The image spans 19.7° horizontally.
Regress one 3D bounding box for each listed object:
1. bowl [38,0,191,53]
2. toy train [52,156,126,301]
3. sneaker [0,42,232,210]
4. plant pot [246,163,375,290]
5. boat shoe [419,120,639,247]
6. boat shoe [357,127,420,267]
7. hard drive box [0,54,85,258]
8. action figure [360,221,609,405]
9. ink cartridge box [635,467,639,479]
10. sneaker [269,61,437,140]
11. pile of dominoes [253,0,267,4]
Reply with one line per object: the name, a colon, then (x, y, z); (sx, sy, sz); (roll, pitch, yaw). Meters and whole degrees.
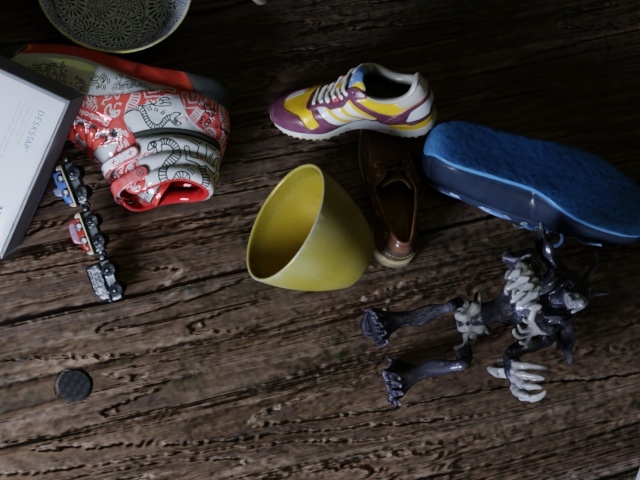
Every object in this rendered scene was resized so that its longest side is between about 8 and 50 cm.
bowl: (-0.225, -0.264, 2.000); (0.170, 0.080, 0.170); (3, 69, -9)
toy train: (-0.243, -0.010, 1.916); (0.036, 0.027, 0.158); (-19, 92, 13)
sneaker: (-0.230, -0.116, 1.941); (0.270, 0.090, 0.145); (9, 67, -9)
plant pot: (0.000, 0.000, 1.931); (0.095, 0.134, 0.134); (27, 66, -26)
boat shoe: (0.234, -0.060, 2.009); (0.258, 0.089, 0.109); (25, 58, 1)
boat shoe: (0.080, -0.062, 1.993); (0.064, 0.060, 0.178); (-3, 71, -11)
hard drive box: (-0.385, -0.113, 1.874); (0.232, 0.089, 0.181); (26, 99, 0)
action figure: (0.191, 0.087, 1.910); (0.276, 0.141, 0.164); (-19, 111, -13)
ink cartridge box: (0.503, 0.250, 1.920); (0.306, 0.131, 0.226); (24, 68, -2)
sneaker: (0.030, -0.157, 1.978); (0.185, 0.084, 0.069); (-1, 55, 14)
pile of dominoes: (-0.090, -0.396, 2.013); (0.251, 0.040, 0.196); (38, 62, -39)
